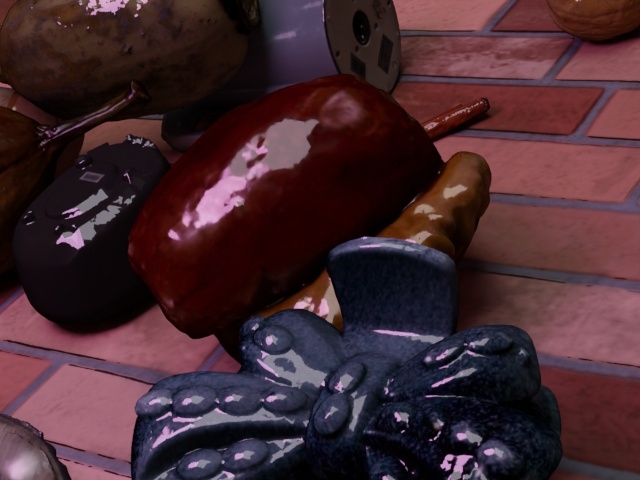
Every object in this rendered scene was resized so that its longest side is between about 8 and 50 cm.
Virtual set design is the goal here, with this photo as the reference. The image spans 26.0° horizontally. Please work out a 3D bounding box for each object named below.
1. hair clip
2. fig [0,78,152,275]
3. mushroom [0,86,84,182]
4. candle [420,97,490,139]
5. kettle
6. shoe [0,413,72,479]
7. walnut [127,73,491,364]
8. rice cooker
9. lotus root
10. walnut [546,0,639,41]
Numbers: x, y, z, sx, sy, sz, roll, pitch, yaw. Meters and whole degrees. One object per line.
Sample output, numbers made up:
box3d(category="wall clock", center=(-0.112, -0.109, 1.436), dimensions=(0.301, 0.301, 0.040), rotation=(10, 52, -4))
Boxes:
box3d(category="hair clip", center=(0.037, 0.134, 0.928), dimensions=(0.310, 0.194, 0.206), rotation=(5, 51, 32))
box3d(category="fig", center=(-0.322, -0.093, 1.394), dimensions=(0.290, 0.190, 0.190), rotation=(-50, 31, 10))
box3d(category="mushroom", center=(-0.463, -0.121, 1.617), dimensions=(0.407, 0.137, 0.154), rotation=(-1, -5, 32))
box3d(category="candle", center=(0.092, -0.102, 1.390), dimensions=(0.167, 0.021, 0.026), rotation=(-26, 22, -7))
box3d(category="kettle", center=(-0.057, -0.189, 1.519), dimensions=(0.243, 0.160, 0.210), rotation=(-8, 61, 32))
box3d(category="shoe", center=(-0.333, 0.187, 1.067), dimensions=(0.171, 0.132, 0.336), rotation=(-33, 39, -32))
box3d(category="walnut", center=(0.000, 0.000, 1.124), dimensions=(0.269, 0.222, 0.244), rotation=(-42, 52, -7))
box3d(category="rice cooker", center=(-0.200, -0.010, 1.318), dimensions=(0.142, 0.118, 0.203), rotation=(12, 48, 40))
box3d(category="lotus root", center=(-0.217, -0.206, 1.439), dimensions=(0.309, 0.173, 0.173), rotation=(-14, 32, 15))
box3d(category="walnut", center=(0.298, -0.260, 1.448), dimensions=(0.124, 0.105, 0.105), rotation=(-6, 31, -6))
